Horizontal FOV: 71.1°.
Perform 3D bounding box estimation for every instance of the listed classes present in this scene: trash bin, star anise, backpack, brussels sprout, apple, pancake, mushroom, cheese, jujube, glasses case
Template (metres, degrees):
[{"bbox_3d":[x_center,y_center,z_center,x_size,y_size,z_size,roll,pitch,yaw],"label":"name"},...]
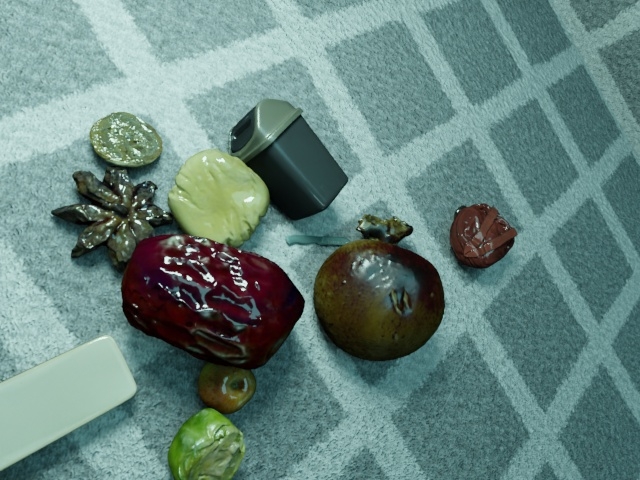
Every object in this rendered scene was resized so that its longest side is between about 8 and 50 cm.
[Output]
[{"bbox_3d":[-0.089,-0.202,1.129,0.290,0.209,0.182,48,58,-17],"label":"trash bin"},{"bbox_3d":[-0.435,-0.054,0.957,0.236,0.109,0.223,23,72,-25],"label":"star anise"},{"bbox_3d":[0.513,-0.008,1.448,0.229,0.139,0.229,8,73,-27],"label":"backpack"},{"bbox_3d":[-0.242,0.431,0.930,0.152,0.122,0.149,-28,127,-27],"label":"brussels sprout"},{"bbox_3d":[-0.207,0.315,0.987,0.126,0.102,0.126,8,73,-29],"label":"apple"},{"bbox_3d":[-0.441,-0.228,1.023,0.158,0.028,0.158,17,53,-25],"label":"pancake"},{"bbox_3d":[0.132,0.123,1.180,0.331,0.356,0.334,8,112,-31],"label":"mushroom"},{"bbox_3d":[-0.238,-0.091,1.045,0.226,0.117,0.214,37,88,-21],"label":"cheese"},{"bbox_3d":[-0.219,0.128,0.947,0.377,0.258,0.258,17,70,-17],"label":"jujube"},{"bbox_3d":[-0.528,0.309,0.826,0.337,0.076,0.144,-24,89,-31],"label":"glasses case"}]

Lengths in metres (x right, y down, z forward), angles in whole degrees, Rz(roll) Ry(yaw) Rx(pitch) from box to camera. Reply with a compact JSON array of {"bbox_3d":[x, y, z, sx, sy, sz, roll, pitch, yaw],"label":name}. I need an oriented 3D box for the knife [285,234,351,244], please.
[{"bbox_3d":[0.000,0.000,1.234,0.210,0.015,0.028,1,70,-30],"label":"knife"}]
